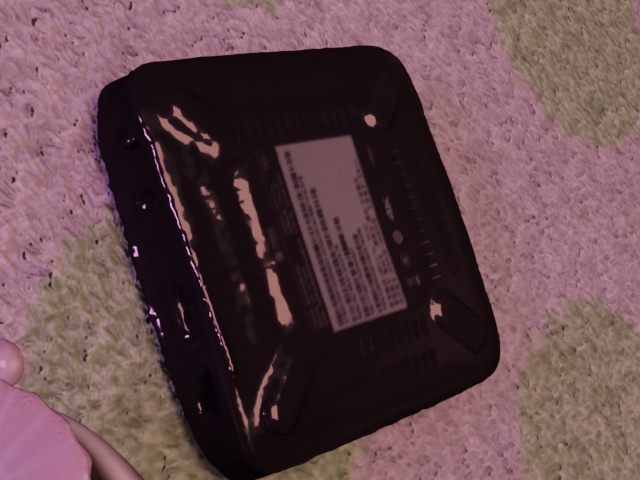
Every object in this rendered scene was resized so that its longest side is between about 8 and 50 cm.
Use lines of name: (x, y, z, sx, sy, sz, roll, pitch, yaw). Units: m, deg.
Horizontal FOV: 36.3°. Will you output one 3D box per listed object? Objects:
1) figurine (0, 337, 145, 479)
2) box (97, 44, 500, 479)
figurine: (-0.154, 0.239, 0.424, 0.211, 0.253, 0.361, -65, 136, -83)
box: (0.000, 0.000, 0.718, 0.289, 0.073, 0.290, -13, 82, -41)
